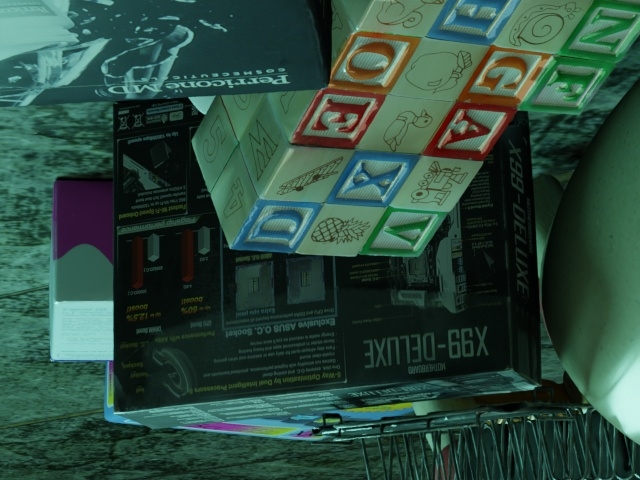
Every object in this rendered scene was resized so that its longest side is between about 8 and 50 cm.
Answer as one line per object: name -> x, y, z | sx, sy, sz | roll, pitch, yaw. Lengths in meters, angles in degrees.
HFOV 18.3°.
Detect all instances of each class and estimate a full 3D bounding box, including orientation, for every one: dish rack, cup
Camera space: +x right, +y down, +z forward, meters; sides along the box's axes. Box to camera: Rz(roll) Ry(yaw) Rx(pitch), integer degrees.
dish rack -> 0.133, 0.152, 1.441 | 0.208, 0.074, 0.271 | -12, 168, 33
cup -> 0.322, -0.032, 1.314 | 0.331, 0.331, 0.237 | -1, 142, -2

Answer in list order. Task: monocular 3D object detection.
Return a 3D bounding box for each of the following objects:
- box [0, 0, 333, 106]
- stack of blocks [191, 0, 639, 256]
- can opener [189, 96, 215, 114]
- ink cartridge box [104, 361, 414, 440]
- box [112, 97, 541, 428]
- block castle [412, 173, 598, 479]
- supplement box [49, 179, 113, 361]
box -> -0.175, -0.188, 0.874 | 0.343, 0.179, 0.312 | -3, 165, 4
stack of blocks -> 0.069, -0.119, 1.068 | 0.171, 0.087, 0.297 | 3, 137, -30
can opener -> 0.011, -0.146, 1.269 | 0.280, 0.074, 0.093 | -14, -165, 41
ink cartridge box -> -0.005, 0.080, 1.891 | 0.270, 0.151, 0.395 | 8, 160, -30
box -> 0.000, 0.000, 1.435 | 0.307, 0.242, 0.076 | -8, 162, 20
block castle -> 0.333, 0.123, 1.715 | 0.453, 0.213, 0.303 | 6, 129, -27
supplement box -> -0.185, 0.031, 1.756 | 0.114, 0.111, 0.220 | 0, 164, -7
